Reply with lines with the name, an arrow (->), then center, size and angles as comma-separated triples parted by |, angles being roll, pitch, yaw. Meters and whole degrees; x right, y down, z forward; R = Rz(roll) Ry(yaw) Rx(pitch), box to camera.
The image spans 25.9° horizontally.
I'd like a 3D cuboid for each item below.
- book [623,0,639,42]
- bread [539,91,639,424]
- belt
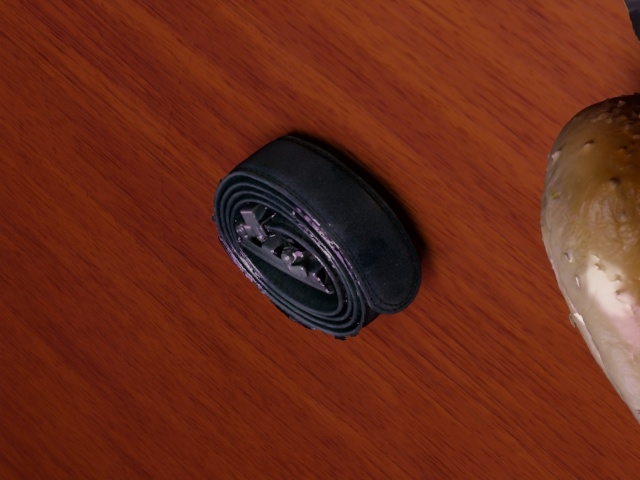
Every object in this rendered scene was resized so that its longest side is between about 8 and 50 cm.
book -> 0.284, -0.238, 0.951 | 0.262, 0.028, 0.374 | -51, 51, 56
bread -> 0.302, 0.019, 1.129 | 0.158, 0.305, 0.305 | -24, 105, 27
belt -> 0.000, 0.000, 1.577 | 0.267, 0.116, 0.206 | 36, 147, 24
